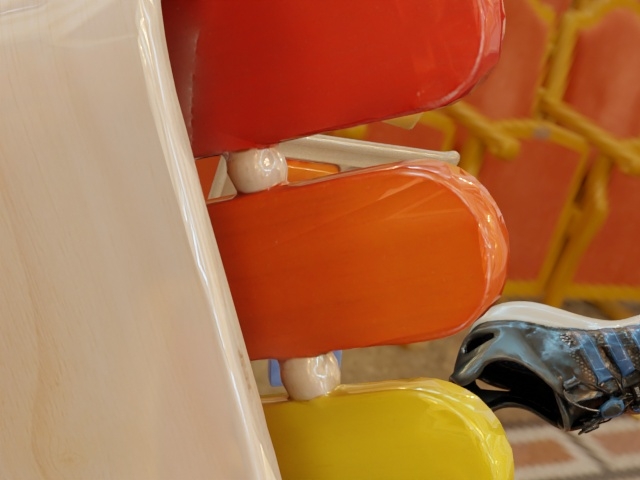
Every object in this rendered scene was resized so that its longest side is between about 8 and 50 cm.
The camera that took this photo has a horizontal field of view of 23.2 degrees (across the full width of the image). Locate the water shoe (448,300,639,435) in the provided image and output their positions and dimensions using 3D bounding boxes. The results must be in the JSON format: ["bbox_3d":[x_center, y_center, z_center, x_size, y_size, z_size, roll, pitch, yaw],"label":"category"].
[{"bbox_3d":[0.175,0.089,0.938,0.203,0.073,0.080,3,41,34],"label":"water shoe"}]

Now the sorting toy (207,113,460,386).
[{"bbox_3d":[0.000,0.000,1.214,0.196,0.348,0.047,4,39,-22],"label":"sorting toy"}]

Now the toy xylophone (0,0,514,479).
[{"bbox_3d":[-0.062,0.061,0.388,0.236,0.323,0.081,-1,13,29],"label":"toy xylophone"}]
